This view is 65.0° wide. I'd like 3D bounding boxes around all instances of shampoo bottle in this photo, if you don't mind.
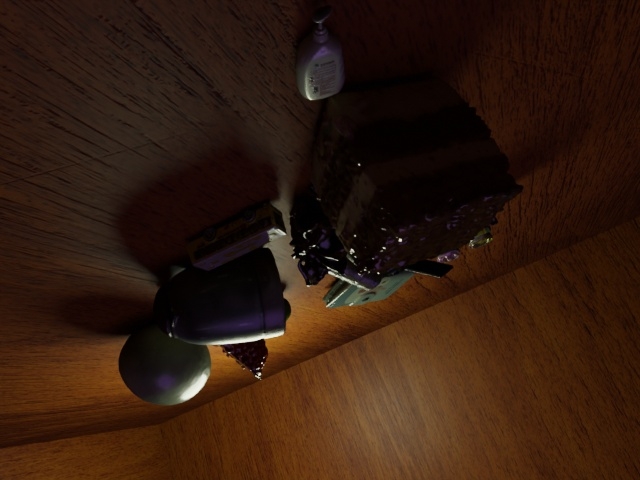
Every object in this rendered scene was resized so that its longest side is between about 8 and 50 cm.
[{"bbox_3d":[-0.001,-0.268,0.725,0.077,0.045,0.152,-17,161,-4],"label":"shampoo bottle"}]

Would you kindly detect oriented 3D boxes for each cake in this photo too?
[{"bbox_3d":[0.152,-0.116,0.906,0.282,0.290,0.255,-15,160,-19],"label":"cake"}]

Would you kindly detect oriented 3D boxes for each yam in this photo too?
[{"bbox_3d":[0.052,0.060,1.409,0.259,0.093,0.093,26,134,-32],"label":"yam"}]

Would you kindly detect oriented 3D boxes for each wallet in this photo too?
[{"bbox_3d":[0.191,0.173,1.956,0.361,0.083,0.252,-2,147,-40],"label":"wallet"}]

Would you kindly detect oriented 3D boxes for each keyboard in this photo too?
[{"bbox_3d":[0.326,0.087,1.593,0.103,0.381,0.041,-27,126,-44],"label":"keyboard"}]

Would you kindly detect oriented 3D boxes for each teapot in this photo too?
[{"bbox_3d":[-0.272,0.151,1.317,0.313,0.233,0.315,-8,-176,-14],"label":"teapot"}]

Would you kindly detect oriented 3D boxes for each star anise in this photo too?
[{"bbox_3d":[0.000,0.000,1.178,0.126,0.190,0.220,-7,156,-23],"label":"star anise"}]

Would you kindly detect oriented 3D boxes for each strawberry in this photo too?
[{"bbox_3d":[-0.300,0.328,1.744,0.150,0.253,0.280,-52,127,-18],"label":"strawberry"}]

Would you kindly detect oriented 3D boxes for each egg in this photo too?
[{"bbox_3d":[-0.486,0.389,1.591,0.259,0.258,0.352,-20,159,-4],"label":"egg"}]

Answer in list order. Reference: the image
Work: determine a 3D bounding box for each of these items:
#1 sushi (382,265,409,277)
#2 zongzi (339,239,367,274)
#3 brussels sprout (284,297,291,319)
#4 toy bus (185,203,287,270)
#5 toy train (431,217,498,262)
[{"bbox_3d":[0.204,0.038,1.553,0.225,0.124,0.127,-21,153,4],"label":"sushi"},{"bbox_3d":[0.086,-0.020,1.233,0.081,0.178,0.189,-23,160,-16],"label":"zongzi"},{"bbox_3d":[-0.176,0.256,1.754,0.155,0.117,0.155,-25,156,-12],"label":"brussels sprout"},{"bbox_3d":[-0.193,-0.008,1.145,0.226,0.074,0.081,-24,159,10],"label":"toy bus"},{"bbox_3d":[0.432,-0.028,1.605,0.261,0.134,0.177,-27,158,16],"label":"toy train"}]
